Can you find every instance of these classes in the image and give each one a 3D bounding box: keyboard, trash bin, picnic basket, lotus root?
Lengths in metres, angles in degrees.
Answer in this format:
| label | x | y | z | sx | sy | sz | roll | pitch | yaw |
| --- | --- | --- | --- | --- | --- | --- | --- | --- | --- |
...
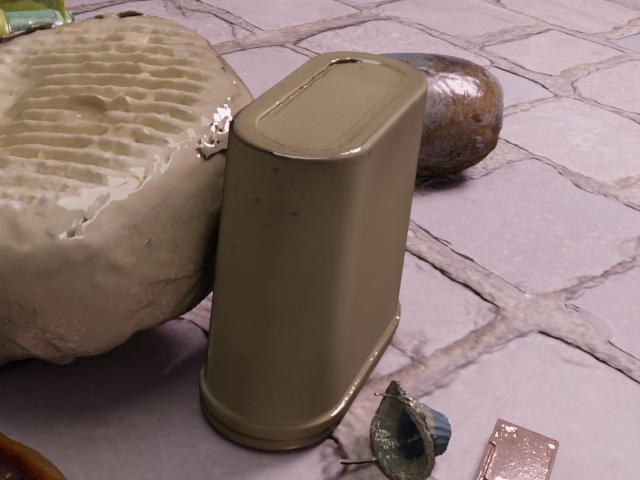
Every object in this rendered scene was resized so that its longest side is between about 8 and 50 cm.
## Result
| label | x | y | z | sx | sy | sz | roll | pitch | yaw |
| --- | --- | --- | --- | --- | --- | --- | --- | --- | --- |
| keyboard | 0.129 | 0.188 | 0.700 | 0.055 | 0.017 | 0.166 | 20 | 32 | 14 |
| trash bin | 0.000 | 0.000 | 0.773 | 0.121 | 0.248 | 0.243 | 17 | 30 | 16 |
| picnic basket | 0.058 | 0.140 | 0.725 | 0.083 | 0.065 | 0.083 | 10 | 30 | -29 |
| lotus root | 0.058 | -0.157 | 1.164 | 0.322 | 0.140 | 0.158 | 1 | 30 | -3 |

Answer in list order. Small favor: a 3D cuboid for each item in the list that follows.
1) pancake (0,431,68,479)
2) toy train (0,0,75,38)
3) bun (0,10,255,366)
| label | x | y | z | sx | sy | sz | roll | pitch | yaw |
| --- | --- | --- | --- | --- | --- | --- | --- | --- | --- |
| pancake | -0.267 | 0.164 | 0.628 | 0.257 | 0.056 | 0.212 | -5 | 31 | -18 |
| toy train | -0.463 | -0.243 | 1.180 | 0.368 | 0.150 | 0.237 | -11 | 23 | -27 |
| bun | -0.201 | -0.035 | 0.829 | 0.359 | 0.211 | 0.360 | -7 | 38 | 6 |
